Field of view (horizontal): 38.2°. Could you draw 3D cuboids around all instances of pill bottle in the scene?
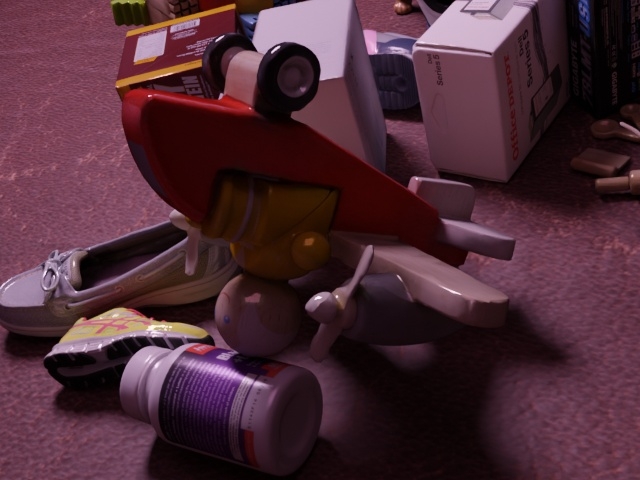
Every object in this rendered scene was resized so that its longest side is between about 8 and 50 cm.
[{"bbox_3d":[-0.105,0.164,0.939,0.193,0.108,0.108,9,45,29],"label":"pill bottle"}]

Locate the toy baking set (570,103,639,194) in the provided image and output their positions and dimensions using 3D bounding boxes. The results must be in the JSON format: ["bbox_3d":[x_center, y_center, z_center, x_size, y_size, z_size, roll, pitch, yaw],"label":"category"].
[{"bbox_3d":[0.442,-0.124,1.139,0.256,0.030,0.196,0,41,21],"label":"toy baking set"}]

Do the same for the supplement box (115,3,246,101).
[{"bbox_3d":[-0.207,-0.259,1.480,0.191,0.129,0.194,-13,38,5],"label":"supplement box"}]

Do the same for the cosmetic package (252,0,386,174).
[{"bbox_3d":[0.000,-0.163,1.203,0.138,0.224,0.224,-9,39,12],"label":"cosmetic package"}]

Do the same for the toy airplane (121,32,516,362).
[{"bbox_3d":[0.000,0.000,0.931,0.384,0.386,0.272,29,88,10],"label":"toy airplane"}]

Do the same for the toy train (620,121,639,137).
[{"bbox_3d":[0.415,-0.098,0.988,0.105,0.143,0.248,-29,56,-15],"label":"toy train"}]

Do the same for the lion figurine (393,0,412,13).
[{"bbox_3d":[0.147,-0.559,1.587,0.142,0.240,0.392,-19,50,-4],"label":"lion figurine"}]

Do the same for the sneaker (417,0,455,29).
[{"bbox_3d":[0.153,-0.423,1.289,0.127,0.182,0.315,-25,73,9],"label":"sneaker"}]

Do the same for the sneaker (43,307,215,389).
[{"bbox_3d":[-0.216,0.112,1.071,0.208,0.081,0.094,-4,38,18],"label":"sneaker"}]

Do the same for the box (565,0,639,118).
[{"bbox_3d":[0.456,-0.342,1.186,0.293,0.295,0.073,-26,41,-9],"label":"box"}]

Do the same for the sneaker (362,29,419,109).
[{"bbox_3d":[0.054,-0.277,1.436,0.319,0.112,0.131,21,37,32],"label":"sneaker"}]

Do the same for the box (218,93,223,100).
[{"bbox_3d":[-0.097,-0.118,1.257,0.072,0.137,0.126,-5,40,14],"label":"box"}]

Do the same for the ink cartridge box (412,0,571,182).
[{"bbox_3d":[0.246,-0.237,1.218,0.115,0.198,0.273,15,49,33],"label":"ink cartridge box"}]

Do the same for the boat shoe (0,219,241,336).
[{"bbox_3d":[-0.263,0.036,1.161,0.320,0.103,0.118,-11,38,8],"label":"boat shoe"}]

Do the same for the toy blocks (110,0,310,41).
[{"bbox_3d":[-0.151,-0.453,1.680,0.381,0.190,0.261,-32,51,-26],"label":"toy blocks"}]
